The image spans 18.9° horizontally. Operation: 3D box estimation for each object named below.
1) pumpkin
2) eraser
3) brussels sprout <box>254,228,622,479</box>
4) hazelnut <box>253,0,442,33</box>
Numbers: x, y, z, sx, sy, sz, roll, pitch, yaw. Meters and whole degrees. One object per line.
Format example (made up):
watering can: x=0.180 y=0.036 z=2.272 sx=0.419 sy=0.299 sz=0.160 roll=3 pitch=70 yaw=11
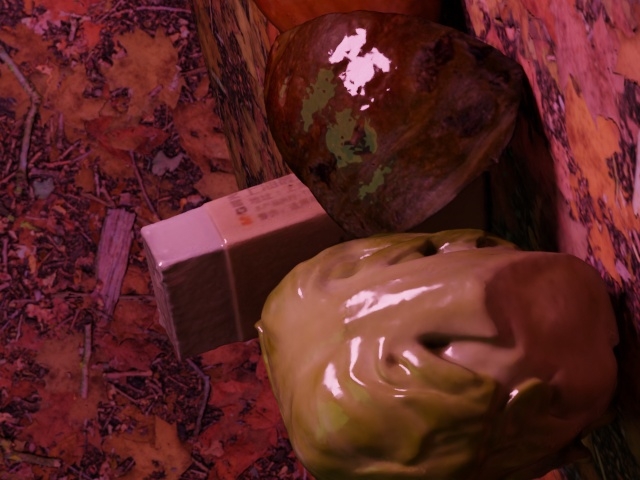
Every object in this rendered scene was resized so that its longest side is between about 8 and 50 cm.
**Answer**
pumpkin: x=0.020 y=-0.102 z=1.748 sx=0.148 sy=0.169 sz=0.312 roll=33 pitch=157 yaw=-29
eraser: x=0.000 y=0.000 z=1.903 sx=0.078 sy=0.343 sz=0.144 roll=-121 pitch=16 yaw=-44
brussels sprout: x=0.096 y=0.105 z=1.679 sx=0.328 sy=0.328 sz=0.247 roll=169 pitch=83 yaw=-79
hazelnut: x=0.019 y=-0.254 z=1.839 sx=0.210 sy=0.186 sz=0.210 roll=-19 pitch=68 yaw=59
